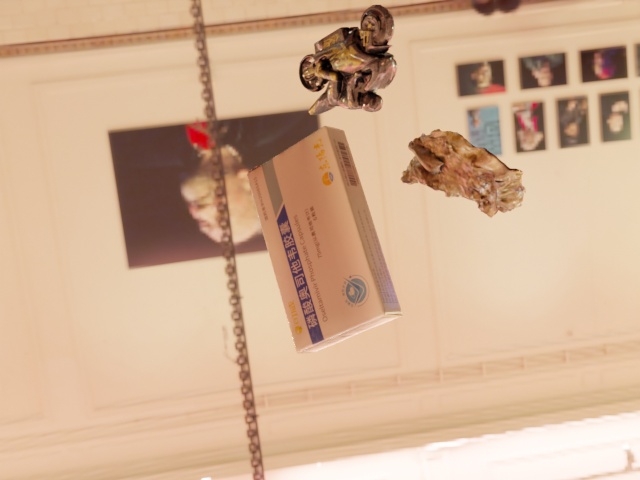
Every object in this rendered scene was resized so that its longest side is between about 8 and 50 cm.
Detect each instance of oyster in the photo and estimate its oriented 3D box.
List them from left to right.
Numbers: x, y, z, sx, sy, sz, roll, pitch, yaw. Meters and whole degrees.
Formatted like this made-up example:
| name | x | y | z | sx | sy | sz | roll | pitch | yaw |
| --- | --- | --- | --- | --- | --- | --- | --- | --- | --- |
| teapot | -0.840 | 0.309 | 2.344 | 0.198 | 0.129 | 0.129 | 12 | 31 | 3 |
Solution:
| name | x | y | z | sx | sy | sz | roll | pitch | yaw |
| --- | --- | --- | --- | --- | --- | --- | --- | --- | --- |
| oyster | 0.232 | -0.109 | 1.386 | 0.214 | 0.083 | 0.223 | 26 | 169 | 16 |

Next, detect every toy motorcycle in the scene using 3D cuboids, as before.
| name | x | y | z | sx | sy | sz | roll | pitch | yaw |
| --- | --- | --- | --- | --- | --- | --- | --- | --- | --- |
| toy motorcycle | 0.042 | -0.222 | 1.128 | 0.061 | 0.124 | 0.193 | -15 | 173 | -41 |

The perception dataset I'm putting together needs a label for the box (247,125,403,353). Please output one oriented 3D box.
| name | x | y | z | sx | sy | sz | roll | pitch | yaw |
| --- | --- | --- | --- | --- | --- | --- | --- | --- | --- |
| box | 0.000 | 0.000 | 1.445 | 0.200 | 0.343 | 0.065 | -27 | 161 | 35 |
